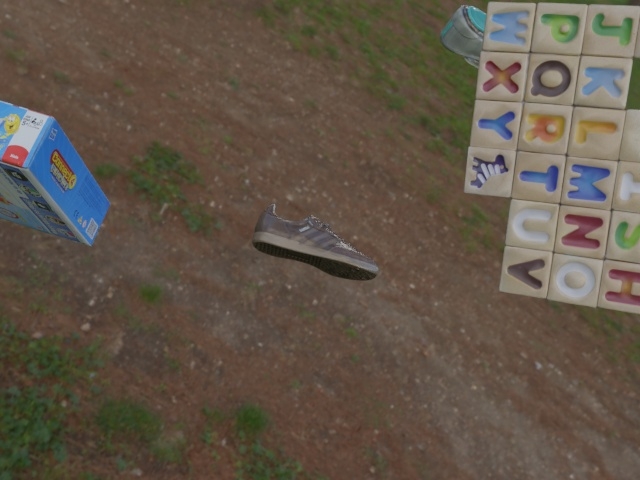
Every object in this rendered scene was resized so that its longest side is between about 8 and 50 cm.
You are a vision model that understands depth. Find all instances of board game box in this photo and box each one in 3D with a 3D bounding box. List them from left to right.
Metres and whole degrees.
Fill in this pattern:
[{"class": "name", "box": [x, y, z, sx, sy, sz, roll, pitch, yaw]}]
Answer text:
[{"class": "board game box", "box": [-0.514, -0.122, 1.173, 0.301, 0.086, 0.308, 18, -19, 6]}]

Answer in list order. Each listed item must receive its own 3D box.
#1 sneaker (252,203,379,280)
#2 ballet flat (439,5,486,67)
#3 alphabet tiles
[{"class": "sneaker", "box": [0.000, 0.000, 1.090, 0.188, 0.066, 0.071, 18, 68, -10]}, {"class": "ballet flat", "box": [0.254, -0.258, 1.055, 0.213, 0.068, 0.072, 17, 51, -29]}, {"class": "alphabet tiles", "box": [0.216, -0.066, 0.608, 0.198, 0.238, 0.009, 8, 6, 20]}]
